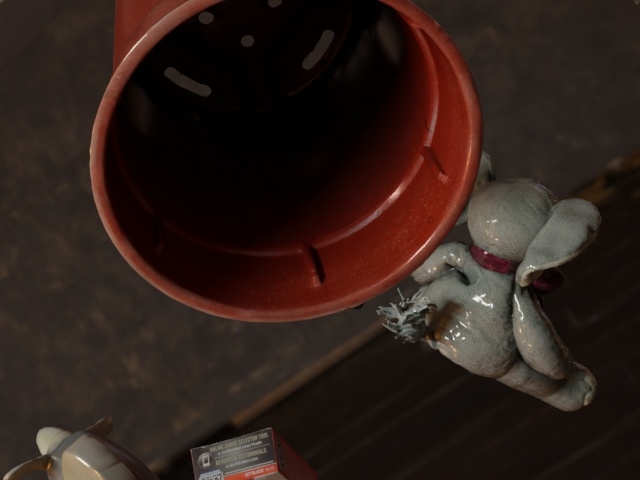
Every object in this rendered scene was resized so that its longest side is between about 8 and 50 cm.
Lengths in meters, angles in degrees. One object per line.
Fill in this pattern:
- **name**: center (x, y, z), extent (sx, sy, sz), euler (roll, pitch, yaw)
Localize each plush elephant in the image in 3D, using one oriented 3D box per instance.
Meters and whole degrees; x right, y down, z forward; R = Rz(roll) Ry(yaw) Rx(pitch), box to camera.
- **plush elephant**: center (0.232, 0.028, 2.158), extent (0.272, 0.330, 0.255), euler (40, 103, 34)

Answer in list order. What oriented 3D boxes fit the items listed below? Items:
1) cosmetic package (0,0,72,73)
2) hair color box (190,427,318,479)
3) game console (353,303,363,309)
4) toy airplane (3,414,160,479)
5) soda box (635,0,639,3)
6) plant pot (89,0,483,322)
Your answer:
- **cosmetic package**: center (-0.360, -0.298, 2.029), extent (0.231, 0.085, 0.117), euler (-55, -15, -47)
- **hair color box**: center (-0.065, 0.258, 1.850), extent (0.093, 0.167, 0.053), euler (-16, 61, 11)
- **game console**: center (0.000, 0.000, 1.605), extent (0.071, 0.122, 0.107), euler (5, -2, -14)
- **toy airplane**: center (-0.166, 0.324, 1.484), extent (0.386, 0.384, 0.272), euler (-30, 26, 41)
- **soda box**: center (0.244, -0.200, 0.980), extent (0.169, 0.053, 0.060), euler (-32, -9, 29)
- **plant pot**: center (-0.044, -0.123, 1.290), extent (0.272, 0.272, 0.265), euler (-31, 32, 7)
